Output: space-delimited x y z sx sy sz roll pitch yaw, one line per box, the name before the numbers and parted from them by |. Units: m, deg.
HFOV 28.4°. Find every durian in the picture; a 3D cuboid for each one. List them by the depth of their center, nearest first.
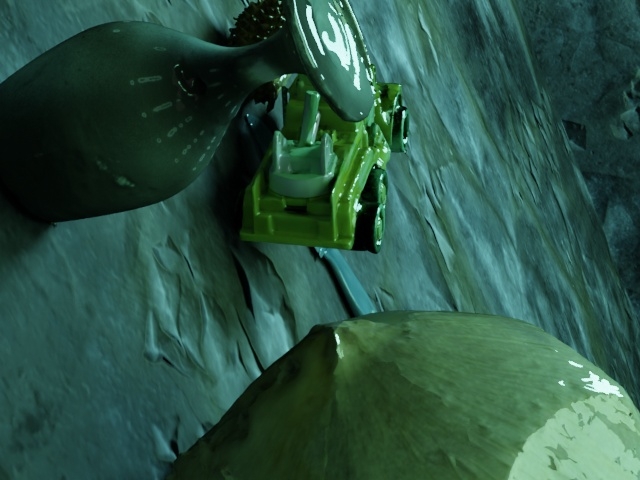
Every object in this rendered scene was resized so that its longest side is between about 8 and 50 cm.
durian | -0.055 -0.182 1.217 0.110 0.071 0.140 83 19 -57

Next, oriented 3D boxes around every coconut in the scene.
coconut | 0.067 0.208 0.845 0.346 0.346 0.360 -52 124 -65

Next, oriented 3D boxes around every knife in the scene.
knife | 0.000 0.000 1.289 0.313 0.019 0.044 60 27 -22

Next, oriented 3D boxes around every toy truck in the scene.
toy truck | 0.010 -0.099 1.167 0.259 0.128 0.135 -64 156 -58

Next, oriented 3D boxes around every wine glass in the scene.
wine glass | -0.094 -0.093 0.817 0.126 0.241 0.126 48 32 -44
